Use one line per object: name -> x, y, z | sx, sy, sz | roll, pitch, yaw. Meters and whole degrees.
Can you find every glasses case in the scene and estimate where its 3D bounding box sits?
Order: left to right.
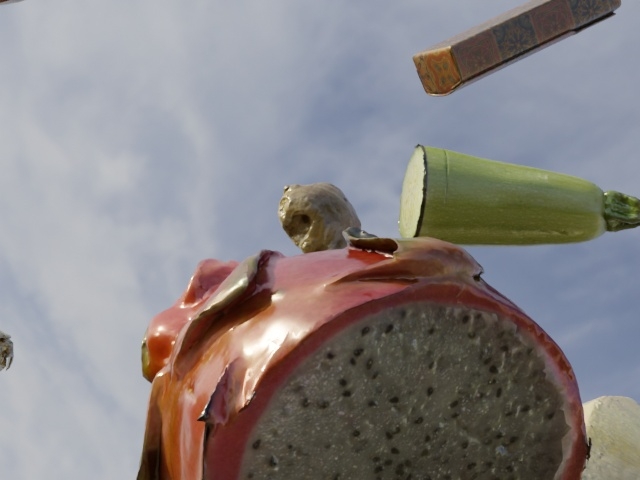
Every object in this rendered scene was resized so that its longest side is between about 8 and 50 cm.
glasses case -> 0.205, -0.211, 1.348 | 0.075, 0.218, 0.049 | 2, -64, 63

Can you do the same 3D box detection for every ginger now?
ginger -> -0.006, -0.005, 1.386 | 0.096, 0.165, 0.067 | 36, -51, -24

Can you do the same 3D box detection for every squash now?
squash -> 0.186, -0.031, 1.167 | 0.224, 0.094, 0.094 | 5, -38, -2

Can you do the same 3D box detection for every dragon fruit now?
dragon fruit -> 0.009, 0.121, 0.922 | 0.305, 0.305, 0.226 | 56, -10, -27

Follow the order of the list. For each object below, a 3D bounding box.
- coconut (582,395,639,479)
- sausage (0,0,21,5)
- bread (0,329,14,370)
coconut -> 0.279, 0.278, 1.306 | 0.244, 0.239, 0.239 | -23, -64, 41
sausage -> -0.202, -0.124, 0.486 | 0.098, 0.238, 0.098 | 169, -90, -75
bread -> -0.416, 0.088, 0.908 | 0.315, 0.248, 0.279 | 38, 3, 15
